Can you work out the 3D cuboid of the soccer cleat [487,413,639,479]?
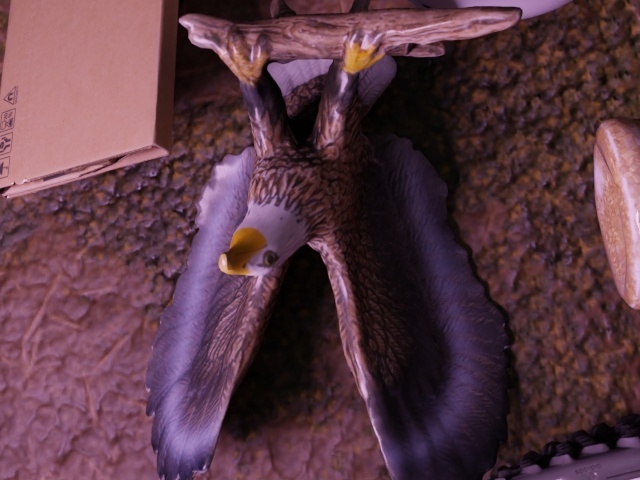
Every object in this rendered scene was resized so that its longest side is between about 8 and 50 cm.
[{"bbox_3d":[0.253,0.149,0.540,0.319,0.108,0.116,-12,83,5],"label":"soccer cleat"}]

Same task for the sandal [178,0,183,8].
[{"bbox_3d":[-0.150,-0.149,0.700,0.067,0.040,0.179,21,84,13],"label":"sandal"}]

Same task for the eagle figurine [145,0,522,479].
[{"bbox_3d":[-0.007,0.004,0.595,0.226,0.225,0.298,25,125,50],"label":"eagle figurine"}]

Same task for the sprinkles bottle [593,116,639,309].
[{"bbox_3d":[0.349,-0.042,0.545,0.356,0.121,0.121,-9,78,9],"label":"sprinkles bottle"}]

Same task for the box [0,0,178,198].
[{"bbox_3d":[-0.164,-0.140,0.662,0.165,0.021,0.201,-11,70,33],"label":"box"}]

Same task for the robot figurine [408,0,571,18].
[{"bbox_3d":[0.106,-0.278,0.586,0.209,0.174,0.278,1,103,30],"label":"robot figurine"}]
